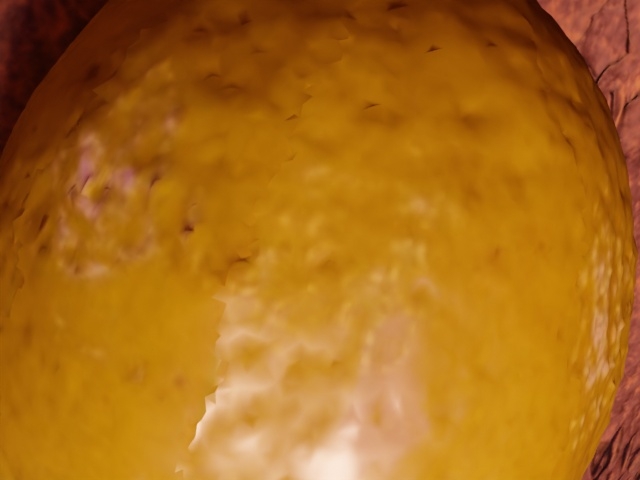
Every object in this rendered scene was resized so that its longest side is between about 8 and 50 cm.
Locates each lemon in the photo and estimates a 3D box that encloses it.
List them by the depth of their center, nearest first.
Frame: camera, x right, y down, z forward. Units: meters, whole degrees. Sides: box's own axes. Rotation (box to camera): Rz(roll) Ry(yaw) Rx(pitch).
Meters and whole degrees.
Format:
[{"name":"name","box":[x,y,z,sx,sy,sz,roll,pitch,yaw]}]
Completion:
[{"name":"lemon","box":[0.000,0.000,0.505,0.364,0.364,0.364,-17,128,-23]}]
